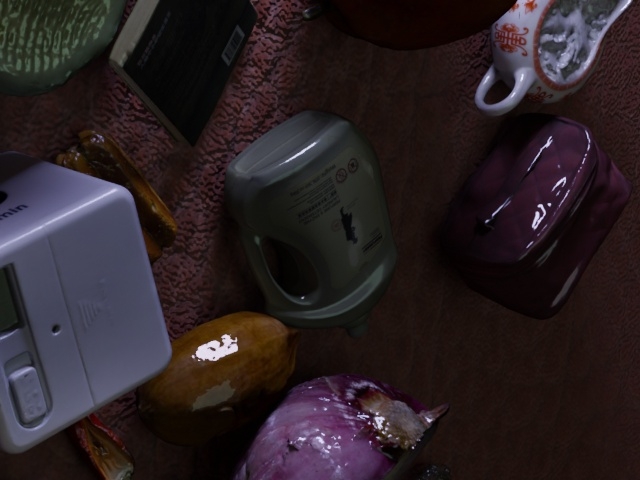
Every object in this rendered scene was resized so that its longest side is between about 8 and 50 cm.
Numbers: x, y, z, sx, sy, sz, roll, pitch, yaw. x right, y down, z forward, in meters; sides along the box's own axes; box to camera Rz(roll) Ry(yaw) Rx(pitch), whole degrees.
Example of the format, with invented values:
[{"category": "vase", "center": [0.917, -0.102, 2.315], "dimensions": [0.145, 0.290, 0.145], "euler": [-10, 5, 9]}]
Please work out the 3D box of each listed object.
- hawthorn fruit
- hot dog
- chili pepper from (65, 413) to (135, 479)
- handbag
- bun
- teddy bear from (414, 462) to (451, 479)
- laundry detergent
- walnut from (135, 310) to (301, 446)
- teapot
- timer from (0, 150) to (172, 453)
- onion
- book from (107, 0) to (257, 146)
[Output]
[{"category": "hawthorn fruit", "center": [0.088, -0.295, 1.916], "dimensions": [0.261, 0.224, 0.224], "euler": [-28, 123, -6]}, {"category": "hot dog", "center": [-0.198, -0.038, 1.833], "dimensions": [0.071, 0.045, 0.165], "euler": [-52, 130, -20]}, {"category": "chili pepper", "center": [-0.236, 0.194, 1.877], "dimensions": [0.045, 0.027, 0.178], "euler": [-51, 130, -24]}, {"category": "handbag", "center": [0.248, -0.032, 2.164], "dimensions": [0.225, 0.146, 0.135], "euler": [-56, 134, -12]}, {"category": "bun", "center": [-0.271, -0.225, 1.666], "dimensions": [0.195, 0.118, 0.195], "euler": [-7, 100, -41]}, {"category": "teddy bear", "center": [0.106, 0.344, 2.197], "dimensions": [0.119, 0.078, 0.160], "euler": [-15, 109, -75]}, {"category": "laundry detergent", "center": [0.000, 0.000, 1.989], "dimensions": [0.181, 0.091, 0.253], "euler": [-37, 124, -26]}, {"category": "walnut", "center": [-0.101, 0.139, 1.928], "dimensions": [0.207, 0.116, 0.115], "euler": [-30, 121, -31]}, {"category": "teapot", "center": [0.255, -0.229, 2.140], "dimensions": [0.245, 0.116, 0.159], "euler": [-55, 143, -19]}, {"category": "timer", "center": [-0.278, 0.051, 1.685], "dimensions": [0.194, 0.195, 0.192], "euler": [-29, 120, -32]}, {"category": "onion", "center": [-0.031, 0.280, 2.010], "dimensions": [0.348, 0.159, 0.267], "euler": [-57, 167, 31]}, {"category": "book", "center": [-0.127, -0.196, 1.795], "dimensions": [0.160, 0.024, 0.228], "euler": [-63, 161, -9]}]
